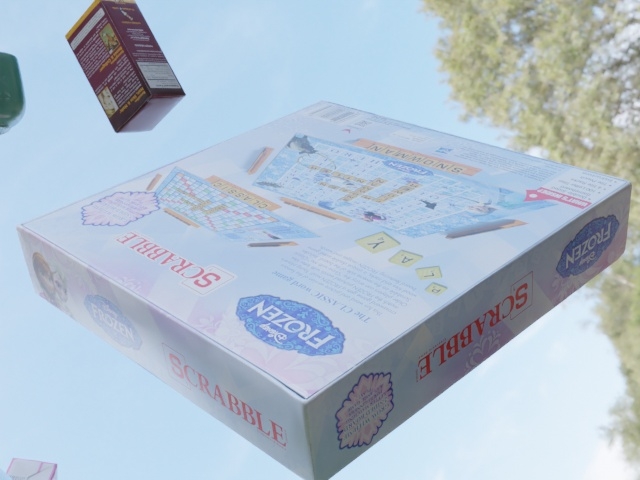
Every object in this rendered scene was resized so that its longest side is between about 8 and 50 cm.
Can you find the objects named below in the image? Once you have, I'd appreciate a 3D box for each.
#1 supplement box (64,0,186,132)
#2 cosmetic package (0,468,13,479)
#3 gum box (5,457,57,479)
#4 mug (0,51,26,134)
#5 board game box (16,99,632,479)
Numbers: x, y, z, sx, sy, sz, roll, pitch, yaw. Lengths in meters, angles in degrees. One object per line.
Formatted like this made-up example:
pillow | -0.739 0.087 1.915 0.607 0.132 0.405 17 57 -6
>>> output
supplement box | -0.307 -0.275 1.372 0.104 0.188 0.081 -36 -12 34
cosmetic package | -0.249 0.185 0.564 0.107 0.238 0.127 -47 -19 -17
gum box | -0.389 0.378 1.114 0.188 0.062 0.107 -85 5 -58
mug | -0.481 -0.189 1.180 0.158 0.129 0.097 -12 -90 -23
board game box | 0.000 0.000 0.638 0.318 0.319 0.065 -28 -55 -35
